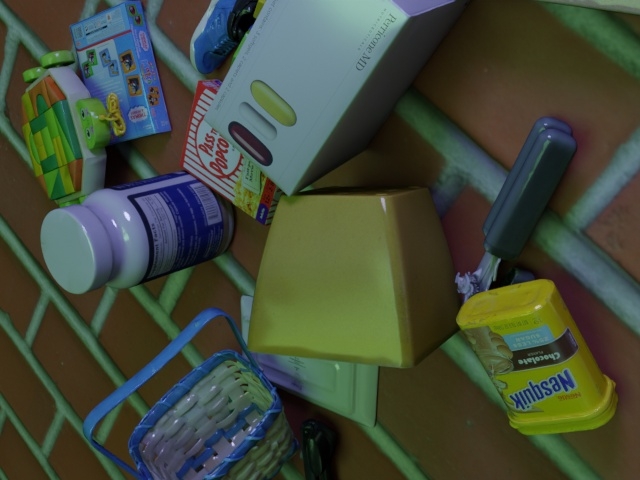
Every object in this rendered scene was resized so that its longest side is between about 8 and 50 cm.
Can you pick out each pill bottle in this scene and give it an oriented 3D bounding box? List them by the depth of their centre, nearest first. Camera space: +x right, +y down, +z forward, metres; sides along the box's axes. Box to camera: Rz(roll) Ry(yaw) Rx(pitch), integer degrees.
[{"bbox_3d":[-0.272,-0.014,1.204,0.153,0.265,0.153,13,111,37],"label":"pill bottle"}]

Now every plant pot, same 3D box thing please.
[{"bbox_3d":[0.047,0.030,0.982,0.212,0.212,0.187,2,98,26],"label":"plant pot"}]

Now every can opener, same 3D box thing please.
[{"bbox_3d":[0.232,-0.007,0.935,0.093,0.074,0.280,15,119,-2],"label":"can opener"},{"bbox_3d":[-0.004,0.360,1.240,0.059,0.073,0.186,10,119,29],"label":"can opener"}]

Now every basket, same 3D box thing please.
[{"bbox_3d":[-0.182,0.270,1.182,0.201,0.255,0.288,32,156,44],"label":"basket"}]

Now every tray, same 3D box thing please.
[{"bbox_3d":[-0.030,0.185,1.224,0.271,0.030,0.145,15,114,36],"label":"tray"}]

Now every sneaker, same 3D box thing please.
[{"bbox_3d":[-0.131,-0.289,1.141,0.084,0.058,0.152,48,122,29],"label":"sneaker"}]

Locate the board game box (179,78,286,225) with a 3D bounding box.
[{"bbox_3d":[-0.119,-0.133,1.188,0.194,0.045,0.146,34,122,27],"label":"board game box"}]

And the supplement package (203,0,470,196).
[{"bbox_3d":[0.022,-0.214,0.929,0.145,0.204,0.261,42,127,8],"label":"supplement package"}]

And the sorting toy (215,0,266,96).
[{"bbox_3d":[-0.060,-0.285,1.004,0.038,0.193,0.208,33,125,-7],"label":"sorting toy"}]

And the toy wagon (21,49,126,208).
[{"bbox_3d":[-0.432,-0.187,1.377,0.344,0.068,0.267,-6,100,56],"label":"toy wagon"}]

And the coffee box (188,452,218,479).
[{"bbox_3d":[-0.117,0.516,1.337,0.297,0.119,0.168,45,128,20],"label":"coffee box"}]

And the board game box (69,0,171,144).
[{"bbox_3d":[-0.335,-0.272,1.327,0.160,0.039,0.211,-5,100,40],"label":"board game box"}]

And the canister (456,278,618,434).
[{"bbox_3d":[0.246,0.134,0.913,0.126,0.073,0.169,-18,113,38],"label":"canister"}]

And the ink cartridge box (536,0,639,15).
[{"bbox_3d":[0.255,-0.333,0.791,0.235,0.088,0.193,21,115,34],"label":"ink cartridge box"}]
